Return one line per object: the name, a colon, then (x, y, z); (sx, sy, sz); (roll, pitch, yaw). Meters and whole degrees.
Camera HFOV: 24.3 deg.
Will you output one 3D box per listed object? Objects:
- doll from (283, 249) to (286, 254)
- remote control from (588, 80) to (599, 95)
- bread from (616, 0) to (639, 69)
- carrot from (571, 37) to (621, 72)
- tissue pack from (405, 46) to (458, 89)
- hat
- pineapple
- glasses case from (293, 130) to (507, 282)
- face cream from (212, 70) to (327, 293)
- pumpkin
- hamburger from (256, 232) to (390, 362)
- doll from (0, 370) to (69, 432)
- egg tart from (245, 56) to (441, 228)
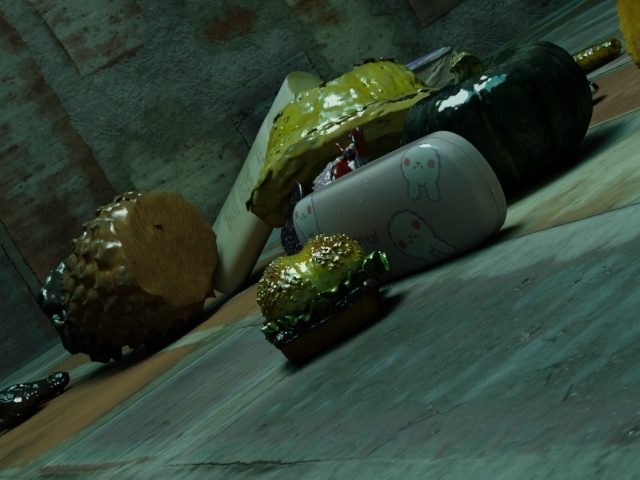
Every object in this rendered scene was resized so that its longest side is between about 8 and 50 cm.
doll: (0.022, -0.015, 1.875); (0.142, 0.076, 0.245); (-26, 8, -14)
remote control: (0.238, -0.136, 1.900); (0.256, 0.045, 0.097); (-29, 6, 8)
bread: (0.463, -0.326, 1.886); (0.260, 0.134, 0.129); (-36, 6, -36)
carrot: (0.380, -0.261, 2.260); (0.170, 0.042, 0.042); (-26, 8, 36)
tissue pack: (0.076, -0.148, 2.304); (0.242, 0.160, 0.338); (-36, 8, -31)
hat: (-0.003, -0.002, 1.706); (0.227, 0.140, 0.129); (-43, -11, 29)
pineapple: (-0.315, 0.076, 2.220); (0.357, 0.223, 0.223); (-33, 3, 46)
glasses case: (0.071, -0.024, 1.466); (0.075, 0.113, 0.297); (-37, 7, -32)
face cream: (-0.075, -0.096, 2.185); (0.173, 0.081, 0.348); (-87, 22, -57)
pumpkin: (0.186, -0.132, 1.579); (0.211, 0.152, 0.211); (-16, 5, 2)
hamburger: (0.000, 0.043, 1.395); (0.137, 0.087, 0.166); (-31, 5, 2)
doll: (-0.463, 0.248, 2.302); (0.165, 0.057, 0.139); (-28, 2, -8)
egg tart: (0.043, -0.130, 1.965); (0.345, 0.132, 0.345); (-23, -17, -8)
